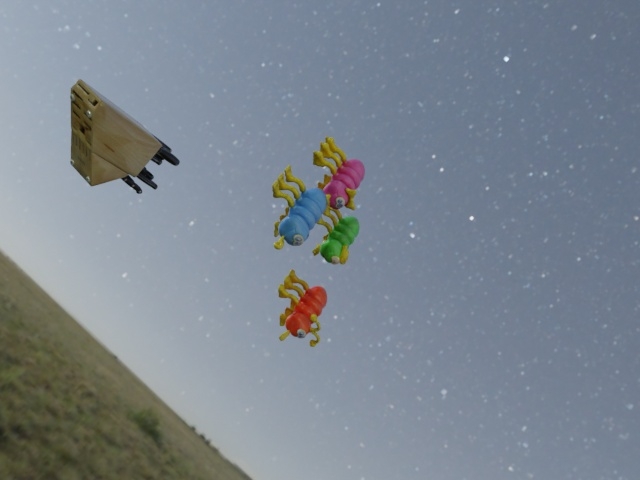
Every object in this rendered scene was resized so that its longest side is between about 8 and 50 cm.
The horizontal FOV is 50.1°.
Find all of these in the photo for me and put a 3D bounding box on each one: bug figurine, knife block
[{"bbox_3d":[0.000,0.000,0.897,0.072,0.216,0.279,19,-38,16],"label":"bug figurine"},{"bbox_3d":[-0.399,-0.219,1.448,0.088,0.242,0.276,41,-44,25],"label":"knife block"}]
